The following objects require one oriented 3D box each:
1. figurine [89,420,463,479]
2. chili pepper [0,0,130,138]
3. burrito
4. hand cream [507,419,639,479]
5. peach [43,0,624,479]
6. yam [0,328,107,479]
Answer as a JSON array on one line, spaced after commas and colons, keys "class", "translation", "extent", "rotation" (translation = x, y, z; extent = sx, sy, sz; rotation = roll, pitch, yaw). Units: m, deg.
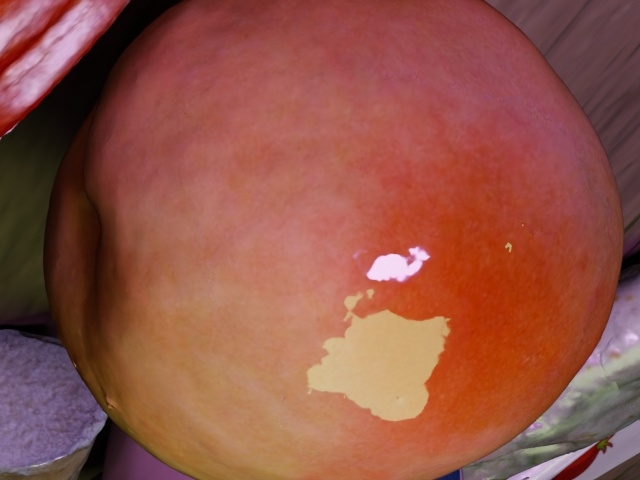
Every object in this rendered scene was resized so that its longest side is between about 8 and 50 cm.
[{"class": "figurine", "translation": [-0.040, 0.139, 0.822], "extent": [0.176, 0.186, 0.287], "rotation": [5, 150, -41]}, {"class": "chili pepper", "translation": [-0.113, -0.056, 0.471], "extent": [0.253, 0.136, 0.144], "rotation": [-36, 124, 6]}, {"class": "burrito", "translation": [0.136, 0.064, 0.954], "extent": [0.309, 0.066, 0.096], "rotation": [-33, 151, 11]}, {"class": "hand cream", "translation": [0.131, 0.136, 1.106], "extent": [0.336, 0.076, 0.121], "rotation": [-30, 156, -2]}, {"class": "peach", "translation": [0.000, 0.000, 0.598], "extent": [0.184, 0.184, 0.184], "rotation": [-20, 154, -10]}, {"class": "yam", "translation": [-0.146, 0.105, 0.779], "extent": [0.078, 0.078, 0.179], "rotation": [-8, 150, -31]}]
